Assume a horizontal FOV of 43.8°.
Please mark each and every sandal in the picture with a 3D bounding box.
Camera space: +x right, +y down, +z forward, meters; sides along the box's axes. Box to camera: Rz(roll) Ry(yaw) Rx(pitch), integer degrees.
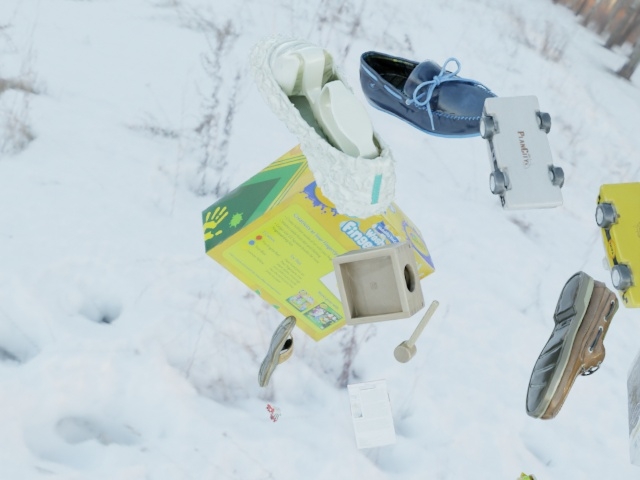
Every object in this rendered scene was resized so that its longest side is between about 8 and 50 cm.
[{"bbox_3d":[-0.086,0.242,1.724,0.049,0.180,0.072,19,14,-14],"label":"sandal"}]

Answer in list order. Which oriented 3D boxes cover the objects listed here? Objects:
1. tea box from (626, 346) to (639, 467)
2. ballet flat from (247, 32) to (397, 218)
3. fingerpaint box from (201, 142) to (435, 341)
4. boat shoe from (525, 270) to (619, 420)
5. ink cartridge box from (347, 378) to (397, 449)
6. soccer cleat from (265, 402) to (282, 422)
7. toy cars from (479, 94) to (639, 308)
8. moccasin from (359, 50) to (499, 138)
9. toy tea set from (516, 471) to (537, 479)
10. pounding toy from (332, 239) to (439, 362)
[{"bbox_3d":[0.791,0.275,1.622,0.219,0.329,0.323,18,32,9],"label":"tea box"},{"bbox_3d":[0.009,-0.215,1.225,0.147,0.147,0.409,2,47,-44],"label":"ballet flat"},{"bbox_3d":[0.000,0.000,1.905,0.445,0.371,0.163,42,22,-39],"label":"fingerpaint box"},{"bbox_3d":[0.481,0.207,1.485,0.104,0.307,0.111,30,-19,-5],"label":"boat shoe"},{"bbox_3d":[0.079,0.263,1.226,0.062,0.115,0.029,-9,17,4],"label":"ink cartridge box"},{"bbox_3d":[-0.124,0.456,2.135,0.035,0.083,0.029,-38,50,-22],"label":"soccer cleat"},{"bbox_3d":[0.363,-0.050,1.137,0.393,0.087,0.176,42,69,17],"label":"toy cars"},{"bbox_3d":[0.196,-0.289,1.551,0.342,0.117,0.138,20,59,37],"label":"moccasin"},{"bbox_3d":[0.507,0.781,2.138,0.124,0.336,0.200,0,42,-5],"label":"toy tea set"},{"bbox_3d":[0.140,0.110,1.431,0.181,0.206,0.094,-11,4,28],"label":"pounding toy"}]
